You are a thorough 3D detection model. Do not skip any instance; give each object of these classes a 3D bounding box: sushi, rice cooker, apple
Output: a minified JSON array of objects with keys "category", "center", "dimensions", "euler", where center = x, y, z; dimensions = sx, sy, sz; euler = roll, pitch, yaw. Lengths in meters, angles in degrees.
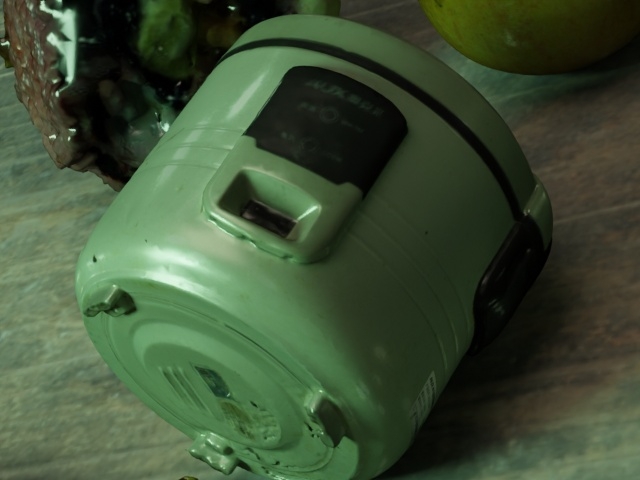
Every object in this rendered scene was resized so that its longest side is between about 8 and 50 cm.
[{"category":"sushi","center":[-0.096,-0.163,1.251],"dimensions":[0.237,0.270,0.171],"euler":[-6,31,-15]},{"category":"rice cooker","center":[0.000,0.000,1.034],"dimensions":[0.226,0.226,0.244],"euler":[5,47,40]},{"category":"apple","center":[0.142,-0.196,1.212],"dimensions":[0.182,0.155,0.182],"euler":[-21,39,18]}]

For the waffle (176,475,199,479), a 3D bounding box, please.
[{"category":"waffle","center":[-0.133,0.238,0.991],"dimensions":[0.245,0.052,0.254],"euler":[-26,35,6]}]
